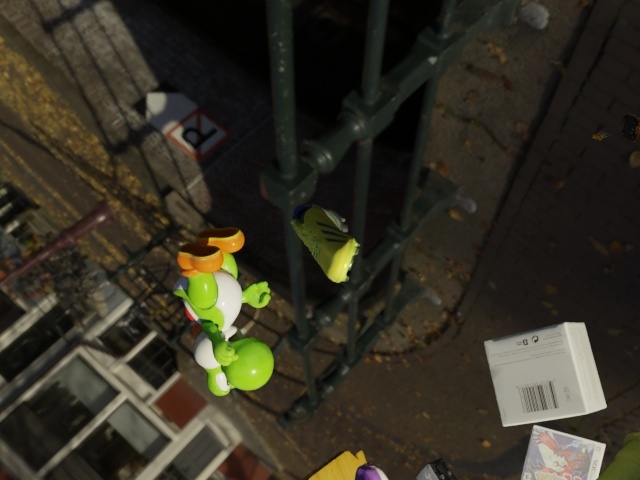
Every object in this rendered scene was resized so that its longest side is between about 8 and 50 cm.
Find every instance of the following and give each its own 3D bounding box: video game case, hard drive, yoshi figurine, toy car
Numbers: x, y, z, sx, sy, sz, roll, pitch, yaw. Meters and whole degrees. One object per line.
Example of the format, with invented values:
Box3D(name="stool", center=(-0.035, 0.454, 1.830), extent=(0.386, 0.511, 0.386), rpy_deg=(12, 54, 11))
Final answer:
Box3D(name="video game case", center=(0.687, 0.637, 2.087), extent=(0.202, 0.183, 0.023), rpy_deg=(13, -178, 14))
Box3D(name="hard drive", center=(0.286, 0.561, 1.462), extent=(0.254, 0.054, 0.172), rpy_deg=(56, -171, 20))
Box3D(name="yoshi figurine", center=(-0.181, 0.167, 1.532), extent=(0.203, 0.204, 0.362), rpy_deg=(-140, 41, -60))
Box3D(name="toy car", center=(0.631, -0.243, 1.546), extent=(0.122, 0.041, 0.060), rpy_deg=(21, 131, 62))

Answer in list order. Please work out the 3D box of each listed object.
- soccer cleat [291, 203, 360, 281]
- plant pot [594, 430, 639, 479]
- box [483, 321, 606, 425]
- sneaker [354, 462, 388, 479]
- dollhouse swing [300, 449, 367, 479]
Box3D(name="soccer cleat", center=(-0.001, 0.001, 1.411), extent=(0.121, 0.093, 0.289), rpy_deg=(19, -164, -14))
Box3D(name="plant pot", center=(0.599, 0.555, 1.409), extent=(0.276, 0.254, 0.276), rpy_deg=(55, 167, 18))
Box3D(name="box", center=(0.452, 0.270, 1.483), extent=(0.181, 0.119, 0.181), rpy_deg=(-20, 72, 34))
Box3D(name="sneaker", center=(0.076, 0.566, 1.462), extent=(0.095, 0.105, 0.236), rpy_deg=(11, 96, 54))
Box3D(name="dollhouse swing", center=(-0.053, 0.737, 1.838), extent=(0.305, 0.347, 0.315), rpy_deg=(-22, 86, 33))
